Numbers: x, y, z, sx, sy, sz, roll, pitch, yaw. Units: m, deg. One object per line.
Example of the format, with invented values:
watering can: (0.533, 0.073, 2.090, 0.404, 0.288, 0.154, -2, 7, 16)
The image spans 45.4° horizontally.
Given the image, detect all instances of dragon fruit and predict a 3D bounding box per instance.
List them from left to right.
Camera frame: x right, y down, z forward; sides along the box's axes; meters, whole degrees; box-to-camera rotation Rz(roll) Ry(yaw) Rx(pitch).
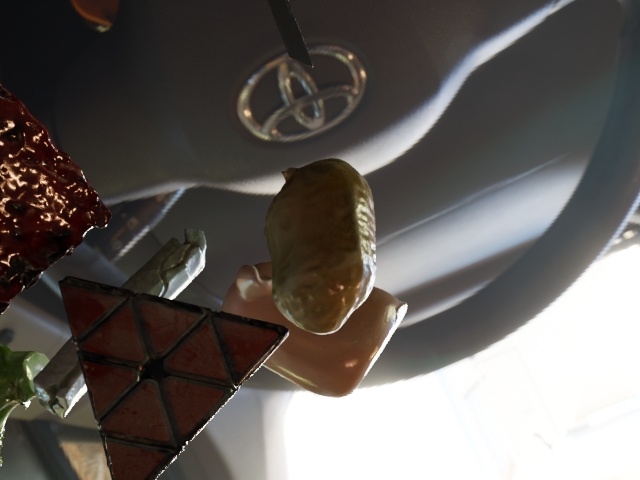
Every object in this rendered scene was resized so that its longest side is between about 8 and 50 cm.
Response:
dragon fruit: (-0.431, -0.043, 0.848, 0.286, 0.228, 0.329, -46, -149, -10)

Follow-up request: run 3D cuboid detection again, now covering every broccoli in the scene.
broccoli: (-0.527, 0.245, 1.136, 0.269, 0.254, 0.269, -9, 140, -8)

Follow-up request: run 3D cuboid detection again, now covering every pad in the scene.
pad: (-0.058, -0.351, 1.203, 0.003, 0.157, 0.112, -29, -150, -11)

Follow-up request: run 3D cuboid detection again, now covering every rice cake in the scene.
rice cake: (-0.272, 0.104, 1.089, 0.336, 0.063, 0.066, -53, 163, -36)

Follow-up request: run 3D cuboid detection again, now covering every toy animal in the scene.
toy animal: (-0.013, 0.115, 1.139, 0.195, 0.256, 0.213, -63, 180, 34)

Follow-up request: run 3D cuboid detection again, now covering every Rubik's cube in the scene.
Rubik's cube: (-0.176, 0.128, 0.731, 0.211, 0.190, 0.178, -40, 169, -34)

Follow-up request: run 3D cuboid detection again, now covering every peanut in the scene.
peanut: (0.000, 0.000, 0.871, 0.129, 0.224, 0.129, -3, 144, -2)
